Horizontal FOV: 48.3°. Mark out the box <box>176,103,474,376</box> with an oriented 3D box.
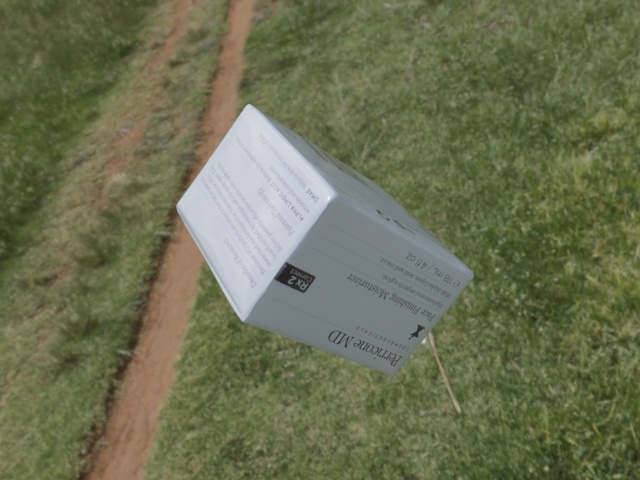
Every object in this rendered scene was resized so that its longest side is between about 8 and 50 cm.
[{"bbox_3d":[0.000,0.000,0.618,0.119,0.180,0.182,-54,40,12],"label":"box"}]
